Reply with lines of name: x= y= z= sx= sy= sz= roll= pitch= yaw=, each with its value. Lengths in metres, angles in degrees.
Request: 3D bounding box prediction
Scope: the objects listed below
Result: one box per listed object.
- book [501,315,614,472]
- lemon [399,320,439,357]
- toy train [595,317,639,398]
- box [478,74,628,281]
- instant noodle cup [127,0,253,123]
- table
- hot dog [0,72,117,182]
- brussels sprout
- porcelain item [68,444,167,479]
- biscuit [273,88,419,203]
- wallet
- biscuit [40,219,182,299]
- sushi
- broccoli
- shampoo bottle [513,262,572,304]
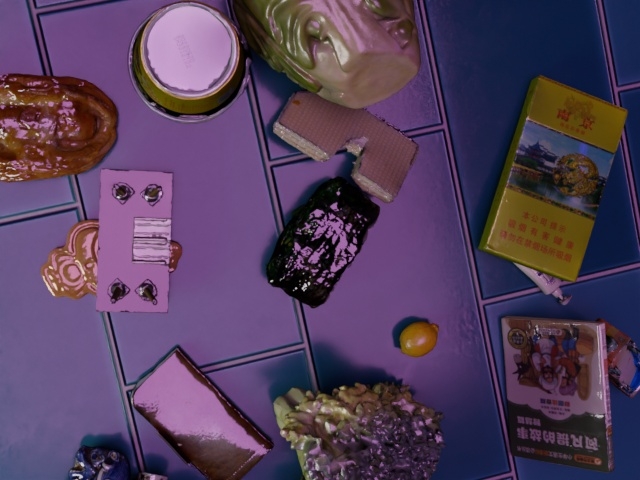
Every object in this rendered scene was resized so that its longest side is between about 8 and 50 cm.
book: x=0.424 y=0.271 z=1.697 sx=0.027 sy=0.202 sz=0.264 roll=-10 pitch=97 yaw=-46
lemon: x=0.179 y=0.177 z=1.708 sx=0.083 sy=0.062 sz=0.062 roll=-37 pitch=98 yaw=-3
toy train: x=0.535 y=0.211 z=1.717 sx=0.072 sy=0.099 sz=0.188 roll=-46 pitch=135 yaw=0
box: x=0.423 y=-0.111 z=1.716 sx=0.187 sy=0.047 sz=0.335 roll=19 pitch=84 yaw=-9
instant noodle cup: x=-0.210 y=-0.296 z=1.530 sx=0.215 sy=0.236 sz=0.215 roll=-1 pitch=97 yaw=-9
table: x=-0.308 y=0.003 z=1.567 sx=0.121 sy=0.111 sz=0.240 roll=1 pitch=93 yaw=-13
hot dog: x=-0.467 y=-0.188 z=1.558 sx=0.259 sy=0.114 sz=0.175 roll=-6 pitch=96 yaw=-8
brussels sprout: x=0.015 y=-0.382 z=1.522 sx=0.281 sy=0.289 sz=0.354 roll=-26 pitch=70 yaw=-14
porcelain item: x=-0.310 y=0.468 z=1.632 sx=0.288 sy=0.138 sz=0.186 roll=13 pitch=75 yaw=-5
biscuit: x=0.046 y=-0.175 z=1.637 sx=0.250 sy=0.046 sz=0.147 roll=31 pitch=52 yaw=-10
wallet: x=-0.216 y=0.321 z=1.675 sx=0.137 sy=0.031 sz=0.255 roll=-43 pitch=98 yaw=-3
biscuit: x=-0.365 y=0.025 z=1.632 sx=0.236 sy=0.040 sz=0.144 roll=-24 pitch=92 yaw=-8
sushi: x=0.000 y=0.000 z=1.637 sx=0.127 sy=0.124 sz=0.225 roll=34 pitch=90 yaw=-11
broccoli: x=0.030 y=0.363 z=1.606 sx=0.348 sy=0.281 sz=0.293 roll=24 pitch=100 yaw=-50
shampoo bottle: x=0.412 y=0.067 z=1.751 sx=0.049 sy=0.034 sz=0.141 roll=-44 pitch=99 yaw=-11
